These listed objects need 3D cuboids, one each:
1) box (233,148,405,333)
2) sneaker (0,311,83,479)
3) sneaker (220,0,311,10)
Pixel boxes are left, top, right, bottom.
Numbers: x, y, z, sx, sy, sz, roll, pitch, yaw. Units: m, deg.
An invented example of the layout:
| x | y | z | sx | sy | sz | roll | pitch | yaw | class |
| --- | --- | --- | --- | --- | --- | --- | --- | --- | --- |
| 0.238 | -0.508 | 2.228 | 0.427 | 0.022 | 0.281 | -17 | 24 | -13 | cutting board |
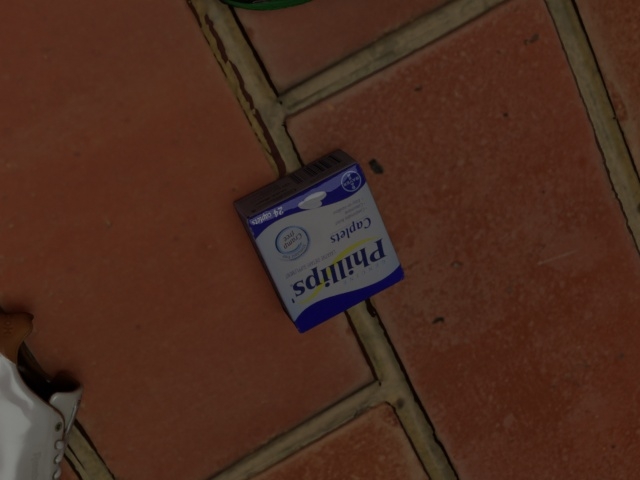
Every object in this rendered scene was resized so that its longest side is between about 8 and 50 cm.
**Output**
| x | y | z | sx | sy | sz | roll | pitch | yaw | class |
| --- | --- | --- | --- | --- | --- | --- | --- | --- | --- |
| 0.000 | 0.000 | 1.032 | 0.126 | 0.072 | 0.137 | -28 | 112 | -8 | box |
| -0.273 | 0.205 | 0.985 | 0.123 | 0.106 | 0.290 | -18 | 108 | -9 | sneaker |
| 0.050 | -0.299 | 0.923 | 0.343 | 0.146 | 0.134 | -21 | 110 | -10 | sneaker |
